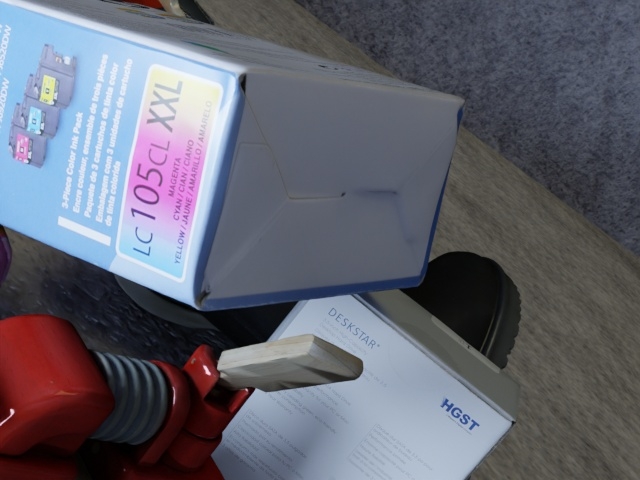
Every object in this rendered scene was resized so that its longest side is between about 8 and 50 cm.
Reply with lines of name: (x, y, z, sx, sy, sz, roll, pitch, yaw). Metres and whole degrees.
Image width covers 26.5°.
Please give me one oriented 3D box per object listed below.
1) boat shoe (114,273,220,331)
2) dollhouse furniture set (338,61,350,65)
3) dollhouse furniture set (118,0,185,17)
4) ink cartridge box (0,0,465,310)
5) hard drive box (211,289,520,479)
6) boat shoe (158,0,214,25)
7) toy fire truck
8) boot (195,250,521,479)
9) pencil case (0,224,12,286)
boat shoe: (-0.073, 0.047, 1.407, 0.305, 0.091, 0.109, 21, 24, -46)
dollhouse furniture set: (-0.031, -0.201, 2.032, 0.355, 0.174, 0.303, 18, 25, -51)
dollhouse furniture set: (-0.296, -0.302, 1.639, 0.259, 0.262, 0.135, -13, 43, -29)
ink cartridge box: (-0.137, -0.088, 0.959, 0.395, 0.151, 0.270, 23, 14, 32)
hard drive box: (0.012, 0.154, 1.046, 0.181, 0.232, 0.089, 39, 16, 1)
boat shoe: (-0.232, -0.383, 1.945, 0.254, 0.079, 0.095, 48, 18, 20)
toy fire truck: (-0.116, 0.109, 0.864, 0.217, 0.246, 0.158, 21, 23, -46)
boot: (0.000, 0.001, 1.351, 0.445, 0.146, 0.367, 44, 30, -17)
pencil case: (-0.329, -0.052, 1.094, 0.124, 0.124, 0.284, 26, 19, -36)
